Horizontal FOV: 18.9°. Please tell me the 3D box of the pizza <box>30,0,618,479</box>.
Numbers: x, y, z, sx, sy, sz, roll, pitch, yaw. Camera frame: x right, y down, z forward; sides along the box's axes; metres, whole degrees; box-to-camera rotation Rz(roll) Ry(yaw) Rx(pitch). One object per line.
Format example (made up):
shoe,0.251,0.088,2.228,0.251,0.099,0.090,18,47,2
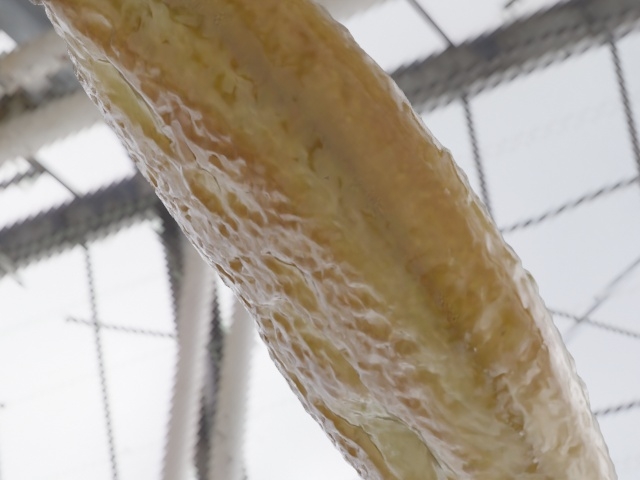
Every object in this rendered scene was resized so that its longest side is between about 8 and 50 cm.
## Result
pizza,0.004,0.002,0.562,0.056,0.271,0.134,-41,-179,-20
